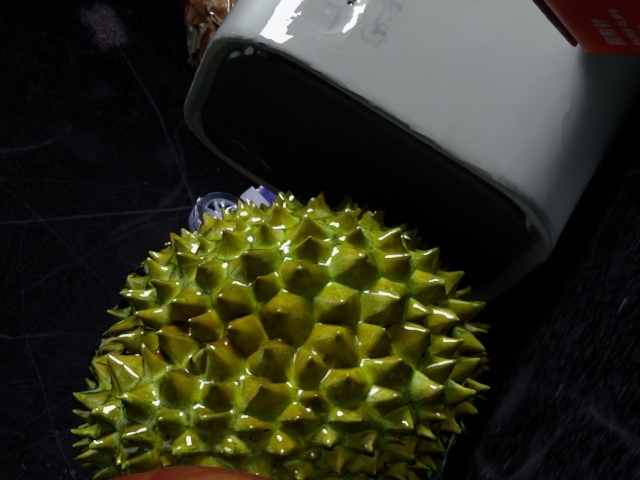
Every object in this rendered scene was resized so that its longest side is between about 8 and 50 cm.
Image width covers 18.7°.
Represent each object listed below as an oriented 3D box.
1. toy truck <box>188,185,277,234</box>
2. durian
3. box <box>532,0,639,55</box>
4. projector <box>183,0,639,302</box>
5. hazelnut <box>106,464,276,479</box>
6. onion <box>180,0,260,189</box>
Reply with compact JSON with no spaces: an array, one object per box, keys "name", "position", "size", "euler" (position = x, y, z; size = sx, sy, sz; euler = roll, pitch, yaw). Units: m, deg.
[{"name":"toy truck","position":[0.000,0.000,1.565],"size":[0.268,0.155,0.124],"euler":[-40,-10,-38]},{"name":"durian","position":[-0.012,0.095,1.208],"size":[0.291,0.225,0.291],"euler":[-34,-39,-33]},{"name":"box","position":[0.180,-0.211,1.106],"size":[0.133,0.099,0.182],"euler":[34,-114,-56]},{"name":"projector","position":[0.083,-0.137,1.280],"size":[0.249,0.249,0.248],"euler":[-59,2,-17]},{"name":"hazelnut","position":[-0.058,0.213,1.011],"size":[0.229,0.229,0.229],"euler":[-60,4,7]},{"name":"onion","position":[0.024,-0.203,1.941],"size":[0.353,0.354,0.353],"euler":[-60,4,7]}]
